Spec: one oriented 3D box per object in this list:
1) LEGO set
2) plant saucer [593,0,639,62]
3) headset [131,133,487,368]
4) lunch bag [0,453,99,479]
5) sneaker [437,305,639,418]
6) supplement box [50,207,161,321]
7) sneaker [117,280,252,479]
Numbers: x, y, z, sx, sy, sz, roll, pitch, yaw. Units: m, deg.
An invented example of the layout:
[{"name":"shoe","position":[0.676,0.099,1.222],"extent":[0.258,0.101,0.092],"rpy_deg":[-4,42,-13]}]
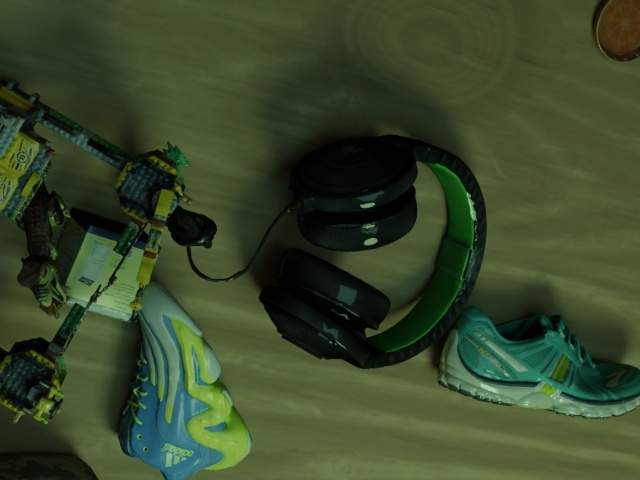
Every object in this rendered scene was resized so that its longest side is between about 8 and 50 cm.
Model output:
[{"name":"LEGO set","position":[-0.276,0.012,1.606],"extent":[0.255,0.192,0.331],"rpy_deg":[40,96,-7]},{"name":"plant saucer","position":[0.336,-0.237,1.953],"extent":[0.083,0.013,0.083],"rpy_deg":[-10,114,-23]},{"name":"headset","position":[0.000,0.000,1.836],"extent":[0.394,0.185,0.243],"rpy_deg":[5,104,-44]},{"name":"lunch bag","position":[-0.295,0.383,1.744],"extent":[0.212,0.256,0.305],"rpy_deg":[2,108,-27]},{"name":"sneaker","position":[0.263,0.138,2.019],"extent":[0.275,0.107,0.110],"rpy_deg":[11,95,-30]},{"name":"supplement box","position":[-0.217,0.024,1.758],"extent":[0.083,0.056,0.083],"rpy_deg":[19,100,-31]},{"name":"sneaker","position":[-0.161,0.160,1.820],"extent":[0.126,0.091,0.240],"rpy_deg":[-31,121,-11]}]
